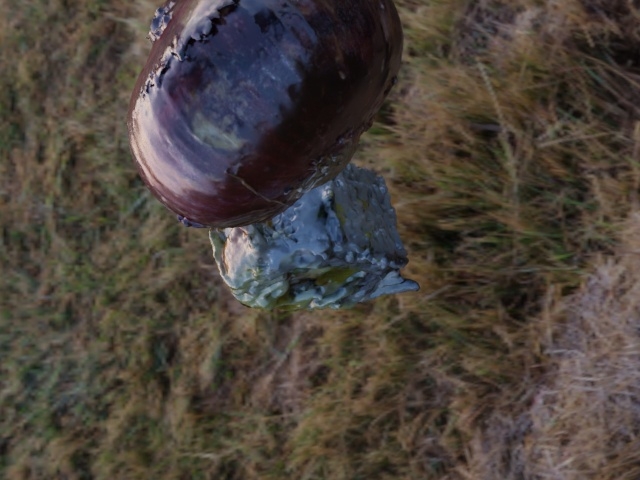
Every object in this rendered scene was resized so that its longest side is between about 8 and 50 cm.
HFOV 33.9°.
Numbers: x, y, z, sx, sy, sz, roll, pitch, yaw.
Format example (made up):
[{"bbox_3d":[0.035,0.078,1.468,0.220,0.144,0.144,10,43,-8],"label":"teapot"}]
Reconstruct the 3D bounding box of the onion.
[{"bbox_3d":[-0.049,-0.124,0.827,0.190,0.246,0.246,39,118,1],"label":"onion"}]

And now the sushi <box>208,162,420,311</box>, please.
[{"bbox_3d":[0.000,0.000,1.223,0.184,0.274,0.139,-27,70,30],"label":"sushi"}]
